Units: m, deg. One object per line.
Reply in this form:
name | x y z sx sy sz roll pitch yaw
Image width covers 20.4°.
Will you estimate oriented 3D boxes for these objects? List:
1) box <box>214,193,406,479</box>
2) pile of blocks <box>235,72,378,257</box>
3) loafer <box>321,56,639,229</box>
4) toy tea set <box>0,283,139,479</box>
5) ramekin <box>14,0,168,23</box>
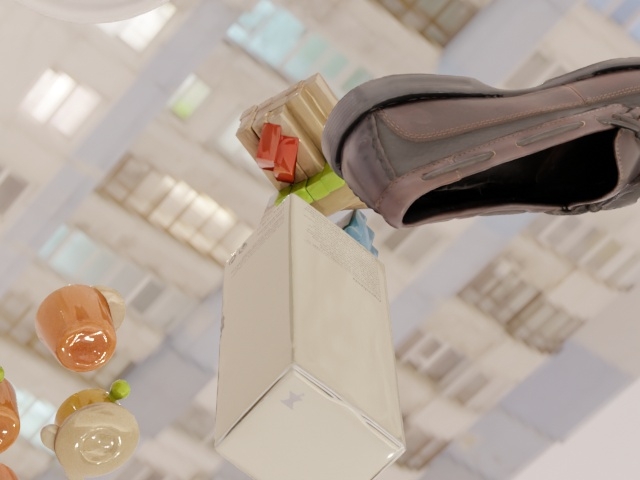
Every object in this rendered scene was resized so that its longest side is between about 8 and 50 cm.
box | -0.010 0.082 1.350 0.113 0.094 0.275 38 -159 -17
pile of blocks | 0.000 0.000 1.993 0.113 0.149 0.362 -72 -25 -57
loafer | 0.150 -0.049 1.138 0.302 0.109 0.095 -4 -135 -24
toy tea set | -0.304 0.180 1.755 0.200 0.336 0.124 45 -176 -36
ramekin | -0.200 -0.346 1.642 0.277 0.277 0.135 43 -164 -2
